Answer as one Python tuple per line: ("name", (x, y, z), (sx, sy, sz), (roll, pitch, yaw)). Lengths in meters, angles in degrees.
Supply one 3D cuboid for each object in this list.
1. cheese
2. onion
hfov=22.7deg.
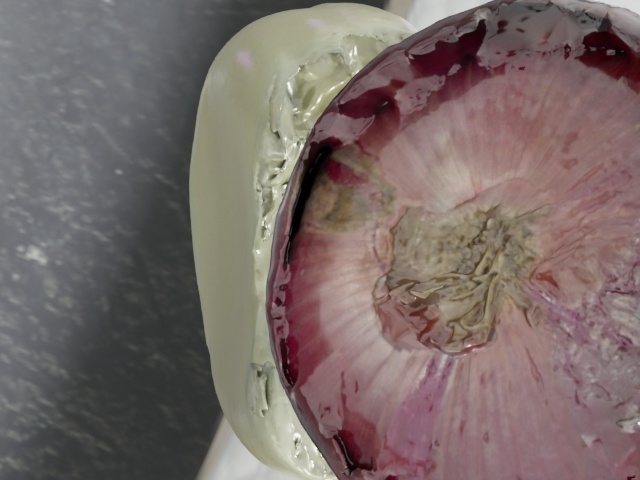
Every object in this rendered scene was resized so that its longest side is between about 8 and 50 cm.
("cheese", (0.000, 0.000, 0.902), (0.127, 0.233, 0.266), (-3, 100, -11))
("onion", (0.094, 0.018, 0.688), (0.161, 0.248, 0.248), (11, 93, -46))
